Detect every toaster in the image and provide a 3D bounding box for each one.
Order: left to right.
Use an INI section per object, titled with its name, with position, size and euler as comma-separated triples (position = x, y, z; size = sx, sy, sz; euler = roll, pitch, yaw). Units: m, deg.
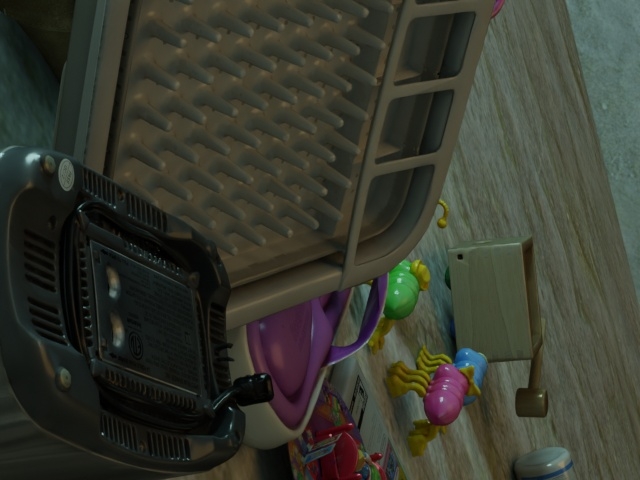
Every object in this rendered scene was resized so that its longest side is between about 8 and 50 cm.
[toaster]
position = -0.133, 0.050, 0.659
size = 0.227, 0.146, 0.129
euler = 32, 48, -62

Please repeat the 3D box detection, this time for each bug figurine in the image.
[bug figurine]
position = 0.104, 0.076, 1.420
size = 0.216, 0.072, 0.279
euler = -62, 134, -63

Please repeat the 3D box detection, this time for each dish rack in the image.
[dish rack]
position = -0.031, -0.086, 0.873
size = 0.333, 0.072, 0.285
euler = -19, 132, -46

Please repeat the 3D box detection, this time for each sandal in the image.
[sandal]
position = 0.006, 0.012, 1.143
size = 0.416, 0.102, 0.169
euler = -76, 146, -54

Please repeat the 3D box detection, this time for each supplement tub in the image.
[supplement tub]
position = 0.275, 0.305, 1.731
size = 0.071, 0.071, 0.107
euler = -40, 114, -69

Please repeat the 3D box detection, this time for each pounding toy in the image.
[pounding toy]
position = 0.201, 0.102, 1.657
size = 0.181, 0.094, 0.206
euler = -18, 102, -76

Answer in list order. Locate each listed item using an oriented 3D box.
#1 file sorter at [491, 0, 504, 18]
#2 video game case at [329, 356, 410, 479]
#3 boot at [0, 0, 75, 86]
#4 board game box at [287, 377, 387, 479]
[file sorter]
position = 0.051, -0.252, 1.134
size = 0.291, 0.182, 0.202
euler = 164, -87, -72
[video game case]
position = 0.038, 0.231, 1.194
size = 0.212, 0.023, 0.193
euler = -71, 142, -59
[boot]
position = -0.172, -0.174, 0.809
size = 0.305, 0.115, 0.112
euler = 81, 5, -57
[board game box]
position = 0.027, 0.176, 1.104
size = 0.133, 0.033, 0.168
euler = 66, 19, -13
